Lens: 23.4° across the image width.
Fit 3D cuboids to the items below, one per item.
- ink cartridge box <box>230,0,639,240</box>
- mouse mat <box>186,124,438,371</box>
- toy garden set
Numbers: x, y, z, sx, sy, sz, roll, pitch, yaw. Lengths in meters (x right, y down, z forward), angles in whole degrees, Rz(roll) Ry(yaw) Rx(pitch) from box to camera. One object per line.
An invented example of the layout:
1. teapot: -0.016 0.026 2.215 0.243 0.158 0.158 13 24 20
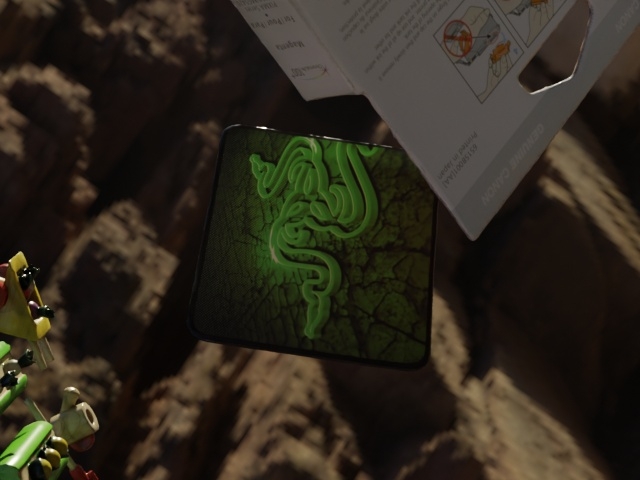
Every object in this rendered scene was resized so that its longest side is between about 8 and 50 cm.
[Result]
1. ink cartridge box: 0.082 -0.177 0.920 0.060 0.239 0.275 1 45 53
2. mouse mat: 0.000 0.000 1.001 0.007 0.153 0.189 100 177 -48
3. toy garden set: -0.207 0.120 1.152 0.049 0.244 0.204 -26 7 7
